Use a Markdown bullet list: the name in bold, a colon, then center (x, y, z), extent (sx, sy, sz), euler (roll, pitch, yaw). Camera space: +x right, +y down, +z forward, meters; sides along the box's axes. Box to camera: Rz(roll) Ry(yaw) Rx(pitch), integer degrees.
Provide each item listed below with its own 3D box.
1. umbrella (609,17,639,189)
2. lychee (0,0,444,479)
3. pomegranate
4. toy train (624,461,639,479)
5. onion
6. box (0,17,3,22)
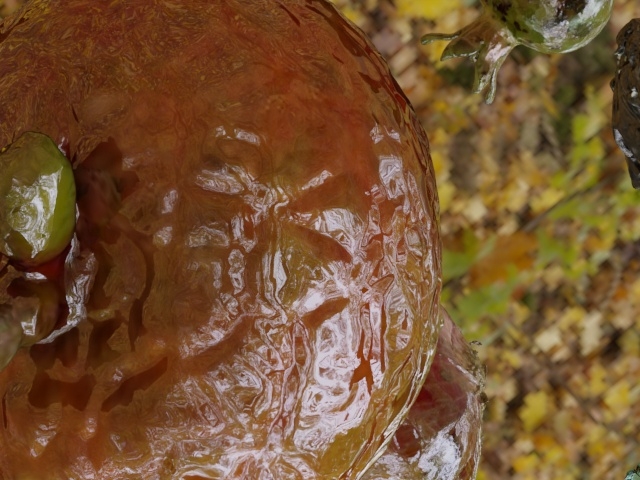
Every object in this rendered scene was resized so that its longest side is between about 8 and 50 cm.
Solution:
- **umbrella**: center (0.351, -0.060, 1.395), extent (0.128, 0.336, 0.154), euler (-7, -140, 19)
- **lychee**: center (-0.069, 0.010, 0.633), extent (0.255, 0.255, 0.300), euler (-42, 154, 30)
- **pomegranate**: center (0.206, -0.248, 1.534), extent (0.220, 0.156, 0.156), euler (-38, 176, -13)
- **toy train**: center (0.349, 0.273, 1.656), extent (0.045, 0.029, 0.092), euler (-39, 150, -30)
- **onion**: center (0.055, 0.179, 1.757), extent (0.354, 0.353, 0.353), euler (-40, 176, -3)
- **box**: center (-0.249, -0.135, 1.457), extent (0.055, 0.244, 0.103), euler (-54, 152, 4)
